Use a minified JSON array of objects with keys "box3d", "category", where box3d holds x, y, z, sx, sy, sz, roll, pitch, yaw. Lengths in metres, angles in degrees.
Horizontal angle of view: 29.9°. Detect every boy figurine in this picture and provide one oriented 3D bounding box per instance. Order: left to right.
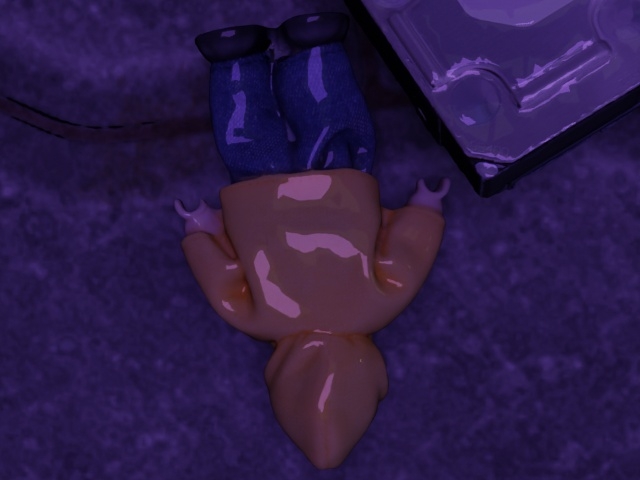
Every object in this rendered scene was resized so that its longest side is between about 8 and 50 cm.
[{"box3d":[0.000,0.000,0.769,0.177,0.092,0.285,-11,92,2],"category":"boy figurine"}]

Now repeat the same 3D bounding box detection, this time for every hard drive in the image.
[{"box3d":[0.104,-0.223,0.724,0.237,0.064,0.339,-31,76,-1],"category":"hard drive"}]
